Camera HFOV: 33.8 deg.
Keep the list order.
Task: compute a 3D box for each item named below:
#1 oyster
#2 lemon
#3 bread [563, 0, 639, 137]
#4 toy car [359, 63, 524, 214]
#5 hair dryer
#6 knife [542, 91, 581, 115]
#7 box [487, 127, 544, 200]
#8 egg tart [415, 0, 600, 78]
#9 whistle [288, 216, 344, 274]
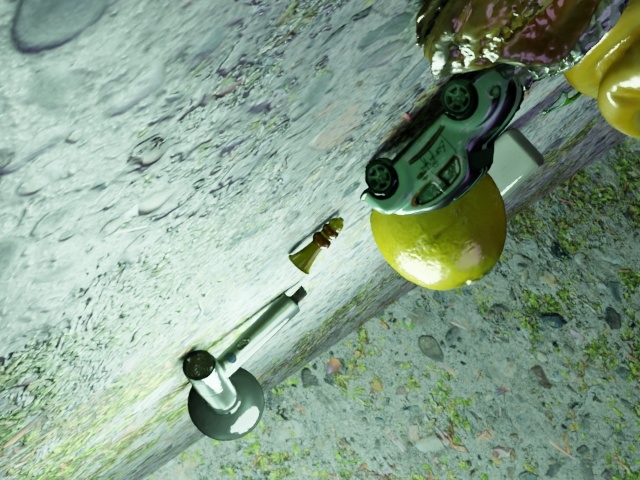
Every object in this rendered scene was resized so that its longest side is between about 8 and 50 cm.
[{"bbox_3d":[0.336,-0.302,1.340,0.198,0.112,0.267,-34,166,-24],"label":"oyster"},{"bbox_3d":[0.224,-0.019,1.890,0.240,0.219,0.240,-35,173,-5],"label":"lemon"},{"bbox_3d":[0.552,-0.321,1.622,0.329,0.245,0.424,-37,166,-9],"label":"bread"},{"bbox_3d":[0.192,-0.133,1.544,0.306,0.125,0.136,-43,169,32],"label":"toy car"},{"bbox_3d":[-0.127,0.241,2.027,0.284,0.155,0.320,-25,158,-15],"label":"hair dryer"},{"bbox_3d":[0.539,-0.308,2.275,0.166,0.022,0.078,-26,169,-46],"label":"knife"},{"bbox_3d":[0.347,-0.121,2.188,0.243,0.103,0.055,-45,173,34],"label":"box"},{"bbox_3d":[0.236,-0.270,1.118,0.297,0.132,0.297,-41,166,-12],"label":"egg tart"},{"bbox_3d":[0.002,0.005,1.724,0.109,0.046,0.057,-45,155,6],"label":"whistle"}]
